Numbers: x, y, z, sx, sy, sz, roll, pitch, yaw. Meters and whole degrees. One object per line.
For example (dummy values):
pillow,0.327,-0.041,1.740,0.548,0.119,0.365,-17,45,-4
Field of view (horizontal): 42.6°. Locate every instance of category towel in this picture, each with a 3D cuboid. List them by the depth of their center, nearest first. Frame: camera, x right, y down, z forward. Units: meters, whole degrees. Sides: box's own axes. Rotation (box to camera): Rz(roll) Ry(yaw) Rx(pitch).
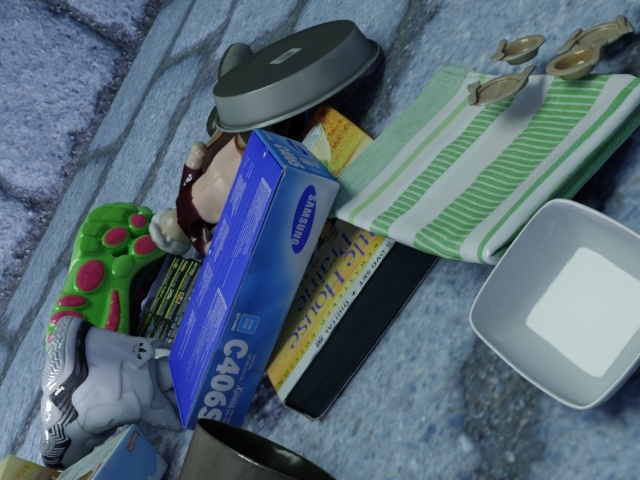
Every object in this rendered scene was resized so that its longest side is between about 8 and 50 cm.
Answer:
towel,0.153,-0.092,0.854,0.248,0.038,0.325,-46,29,-10

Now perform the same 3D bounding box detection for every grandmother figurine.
grandmother figurine,-0.190,-0.063,1.407,0.342,0.104,0.208,-32,57,45

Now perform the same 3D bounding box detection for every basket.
basket,-0.100,0.325,0.854,0.204,0.154,0.227,11,76,63

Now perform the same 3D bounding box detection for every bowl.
bowl,0.209,0.052,0.659,0.142,0.053,0.142,41,101,42

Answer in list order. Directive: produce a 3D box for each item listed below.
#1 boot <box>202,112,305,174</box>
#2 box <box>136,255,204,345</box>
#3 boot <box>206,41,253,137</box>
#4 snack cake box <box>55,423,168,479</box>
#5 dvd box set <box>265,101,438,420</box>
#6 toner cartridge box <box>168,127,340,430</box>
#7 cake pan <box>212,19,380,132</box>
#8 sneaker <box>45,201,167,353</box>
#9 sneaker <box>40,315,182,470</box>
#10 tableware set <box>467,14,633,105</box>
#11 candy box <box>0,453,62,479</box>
boot,-0.127,-0.133,1.429,0.207,0.090,0.249,32,108,50
box,-0.247,0.123,1.425,0.184,0.045,0.191,3,67,63
boot,-0.138,-0.315,1.655,0.161,0.083,0.247,-18,53,44
snack cake box,-0.321,0.375,1.108,0.152,0.089,0.264,-34,8,14
dvd box set,0.000,0.000,1.096,0.308,0.062,0.420,-55,27,10
toner cartridge box,-0.093,0.051,1.020,0.348,0.075,0.165,-67,25,16
cake pan,-0.049,-0.271,1.314,0.293,0.054,0.293,-22,26,11
sneaker,-0.413,0.100,1.573,0.483,0.185,0.202,-74,10,-49
sneaker,-0.321,0.265,1.291,0.366,0.210,0.137,108,168,-45
tableware set,0.231,-0.187,0.839,0.168,0.020,0.141,-10,30,35
candy box,-0.445,0.505,1.228,0.087,0.182,0.317,-38,34,38
